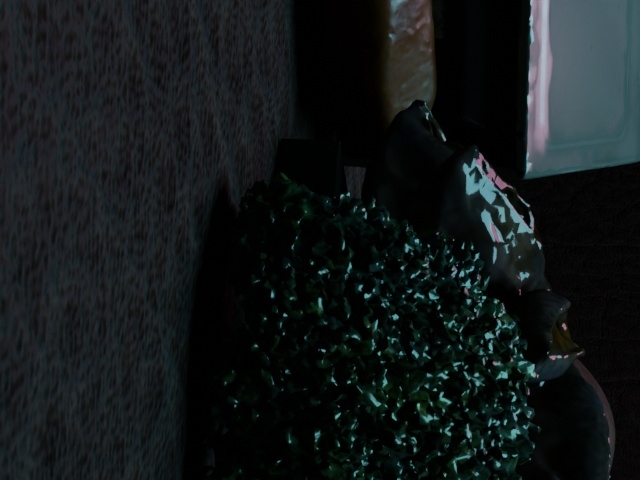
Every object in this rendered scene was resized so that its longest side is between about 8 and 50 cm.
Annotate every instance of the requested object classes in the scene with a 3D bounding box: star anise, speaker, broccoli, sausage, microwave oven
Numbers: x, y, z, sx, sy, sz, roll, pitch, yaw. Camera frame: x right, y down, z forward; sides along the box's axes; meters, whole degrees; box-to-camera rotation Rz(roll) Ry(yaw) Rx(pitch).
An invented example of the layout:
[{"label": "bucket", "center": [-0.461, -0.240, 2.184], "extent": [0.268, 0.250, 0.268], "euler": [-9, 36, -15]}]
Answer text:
[{"label": "star anise", "center": [0.098, 0.071, 1.050], "extent": [0.332, 0.117, 0.332], "euler": [156, -90, -86]}, {"label": "speaker", "center": [0.000, 0.000, 1.102], "extent": [0.191, 0.040, 0.046], "euler": [79, 15, -61]}, {"label": "broccoli", "center": [0.002, 0.071, 0.891], "extent": [0.194, 0.194, 0.220], "euler": [-41, 110, -79]}, {"label": "sausage", "center": [0.029, -0.190, 1.056], "extent": [0.083, 0.089, 0.300], "euler": [-38, 140, -40]}, {"label": "microwave oven", "center": [0.125, -0.203, 1.231], "extent": [0.237, 0.181, 0.295], "euler": [-10, 103, -54]}]

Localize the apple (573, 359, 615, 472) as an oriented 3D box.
[{"label": "apple", "center": [0.113, 0.199, 1.310], "extent": [0.306, 0.235, 0.306], "euler": [5, 90, -81]}]
